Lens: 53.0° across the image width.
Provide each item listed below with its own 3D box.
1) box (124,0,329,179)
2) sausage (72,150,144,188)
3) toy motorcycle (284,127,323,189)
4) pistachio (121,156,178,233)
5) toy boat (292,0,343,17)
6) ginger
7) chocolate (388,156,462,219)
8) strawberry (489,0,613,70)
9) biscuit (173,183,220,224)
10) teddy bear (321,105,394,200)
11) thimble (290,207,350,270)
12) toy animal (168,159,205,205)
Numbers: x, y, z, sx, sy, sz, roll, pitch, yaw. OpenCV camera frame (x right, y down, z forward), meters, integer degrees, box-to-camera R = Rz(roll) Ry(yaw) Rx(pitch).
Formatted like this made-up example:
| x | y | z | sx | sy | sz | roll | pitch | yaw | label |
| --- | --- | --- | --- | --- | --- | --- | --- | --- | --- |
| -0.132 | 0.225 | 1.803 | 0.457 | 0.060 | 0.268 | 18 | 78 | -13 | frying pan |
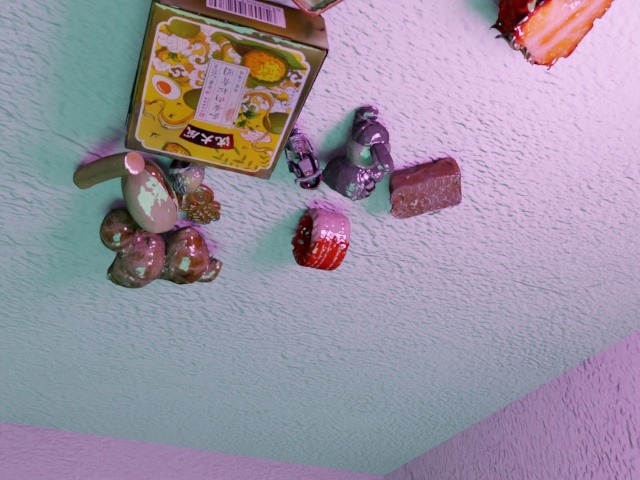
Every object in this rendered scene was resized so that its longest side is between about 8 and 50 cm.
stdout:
| x | y | z | sx | sy | sz | roll | pitch | yaw | label |
| --- | --- | --- | --- | --- | --- | --- | --- | --- | --- |
| -0.227 | -0.357 | 1.466 | 0.373 | 0.138 | 0.420 | 10 | 137 | -20 | box |
| -0.540 | -0.176 | 1.613 | 0.301 | 0.066 | 0.066 | -6 | 150 | 43 | sausage |
| -0.051 | -0.211 | 1.678 | 0.082 | 0.122 | 0.213 | -26 | 139 | -2 | toy motorcycle |
| -0.459 | -0.118 | 1.723 | 0.152 | 0.126 | 0.223 | -3 | 125 | 21 | pistachio |
| 0.093 | -0.598 | 1.265 | 0.392 | 0.079 | 0.136 | -33 | 132 | 30 | toy boat |
| -0.468 | 0.042 | 1.889 | 0.375 | 0.176 | 0.256 | 13 | 121 | -23 | ginger |
| 0.293 | -0.149 | 1.830 | 0.214 | 0.093 | 0.148 | -12 | 139 | 5 | chocolate |
| 0.492 | -0.524 | 1.371 | 0.253 | 0.150 | 0.280 | -3 | 143 | -38 | strawberry |
| -0.352 | -0.103 | 1.839 | 0.124 | 0.026 | 0.175 | -20 | 139 | 16 | biscuit |
| 0.124 | -0.207 | 1.685 | 0.144 | 0.171 | 0.251 | 3 | 138 | -44 | teddy bear |
| 0.003 | -0.001 | 1.910 | 0.125 | 0.163 | 0.189 | 10 | 138 | -22 | thimble |
| -0.367 | -0.163 | 1.708 | 0.098 | 0.098 | 0.137 | 23 | 117 | -32 | toy animal |
